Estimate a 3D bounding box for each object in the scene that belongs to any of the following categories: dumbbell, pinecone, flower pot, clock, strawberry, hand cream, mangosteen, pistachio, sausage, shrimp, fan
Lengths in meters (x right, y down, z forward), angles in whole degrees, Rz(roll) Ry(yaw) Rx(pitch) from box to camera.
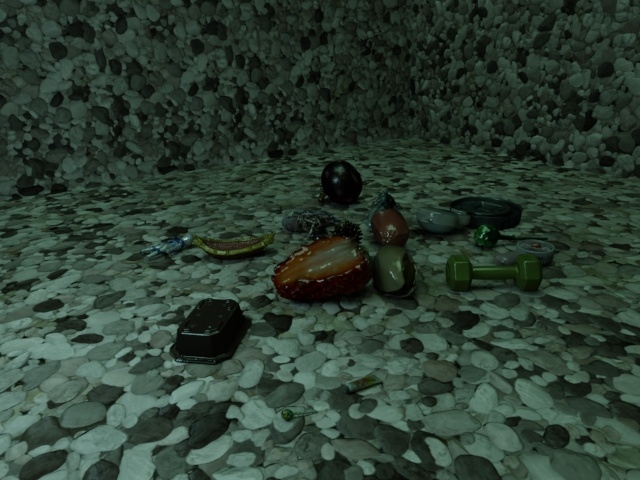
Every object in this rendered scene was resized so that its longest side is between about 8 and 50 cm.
[{"bbox_3d":[0.567,0.105,1.661,0.302,0.108,0.121,-1,21,1],"label":"dumbbell"},{"bbox_3d":[0.102,-0.016,1.962,0.121,0.140,0.140,-51,34,-5],"label":"pinecone"},{"bbox_3d":[-0.309,0.239,1.419,0.179,0.084,0.251,2,21,10],"label":"flower pot"},{"bbox_3d":[0.753,-0.128,2.307,0.319,0.066,0.319,-2,21,1],"label":"clock"},{"bbox_3d":[0.008,0.117,1.652,0.336,0.149,0.265,-21,33,-18],"label":"strawberry"},{"bbox_3d":[0.100,0.342,1.211,0.102,0.022,0.035,-9,17,-30],"label":"hand cream"},{"bbox_3d":[0.082,-0.282,2.588,0.261,0.235,0.235,-31,11,23],"label":"mangosteen"},{"bbox_3d":[0.245,0.101,1.674,0.138,0.153,0.238,34,11,-23],"label":"pistachio"},{"bbox_3d":[0.280,-0.047,2.037,0.148,0.148,0.254,-5,27,-8],"label":"sausage"},{"bbox_3d":[-0.031,-0.079,2.173,0.343,0.116,0.145,6,22,38],"label":"shrimp"},{"bbox_3d":[0.737,0.053,1.830,0.244,0.074,0.130,-13,24,-25],"label":"fan"}]

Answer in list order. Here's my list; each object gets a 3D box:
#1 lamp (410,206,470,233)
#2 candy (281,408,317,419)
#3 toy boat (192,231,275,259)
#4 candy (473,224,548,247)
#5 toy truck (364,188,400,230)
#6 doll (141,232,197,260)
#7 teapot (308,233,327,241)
[{"bbox_3d":[0.518,-0.084,2.155,0.246,0.108,0.179,1,17,-14],"label":"lamp"},{"bbox_3d":[-0.047,0.383,1.122,0.083,0.023,0.025,-1,-20,-19],"label":"candy"},{"bbox_3d":[-0.335,0.019,1.974,0.318,0.099,0.141,-2,25,-8],"label":"toy boat"},{"bbox_3d":[0.765,-0.010,2.016,0.323,0.097,0.097,3,20,-12],"label":"candy"},{"bbox_3d":[0.274,-0.134,2.282,0.140,0.108,0.257,-41,8,19],"label":"toy truck"},{"bbox_3d":[-0.599,0.023,2.040,0.227,0.057,0.114,-25,24,-28],"label":"doll"},{"bbox_3d":[0.000,0.000,2.066,0.100,0.045,0.068,17,1,3],"label":"teapot"}]
